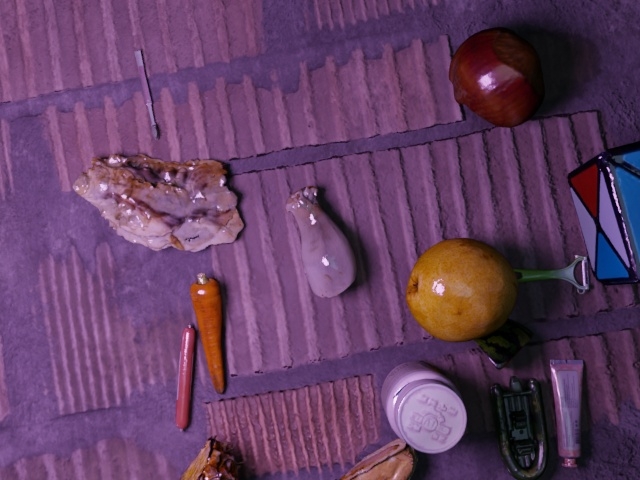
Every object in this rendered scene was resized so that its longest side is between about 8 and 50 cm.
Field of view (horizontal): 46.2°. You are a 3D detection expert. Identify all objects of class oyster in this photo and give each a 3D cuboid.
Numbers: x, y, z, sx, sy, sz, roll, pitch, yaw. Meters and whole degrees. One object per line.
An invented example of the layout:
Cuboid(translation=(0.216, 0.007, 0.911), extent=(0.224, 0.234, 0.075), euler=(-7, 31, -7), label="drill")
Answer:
Cuboid(translation=(-0.333, -0.080, 1.522), extent=(0.354, 0.107, 0.201), euler=(4, 84, 3), label="oyster")

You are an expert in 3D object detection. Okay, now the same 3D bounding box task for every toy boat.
Cuboid(translation=(0.400, 0.375, 1.494), extent=(0.104, 0.052, 0.210), euler=(-7, 86, 0), label="toy boat")

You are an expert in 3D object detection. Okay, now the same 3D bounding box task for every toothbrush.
Cuboid(translation=(-0.364, -0.306, 1.575), extent=(0.014, 0.017, 0.194), euler=(-12, 84, -4), label="toothbrush")

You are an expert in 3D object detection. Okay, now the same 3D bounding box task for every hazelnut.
Cuboid(translation=(0.352, -0.331, 1.488), extent=(0.170, 0.161, 0.202), euler=(-9, 49, -10), label="hazelnut")

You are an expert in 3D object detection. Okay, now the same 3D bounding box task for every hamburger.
Cuboid(translation=(0.123, 0.473, 1.491), extent=(0.176, 0.087, 0.102), euler=(-31, 98, -6), label="hamburger")

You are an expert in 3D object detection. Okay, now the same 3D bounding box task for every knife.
Cuboid(translation=(0.460, 0.072, 1.518), extent=(0.166, 0.022, 0.078), euler=(-3, 81, 1), label="knife")

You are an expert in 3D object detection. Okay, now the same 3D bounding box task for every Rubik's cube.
Cuboid(translation=(0.639, -0.060, 1.405), extent=(0.246, 0.250, 0.248), euler=(-15, 85, 2), label="Rubik's cube")

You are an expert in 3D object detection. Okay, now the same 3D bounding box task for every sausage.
Cuboid(translation=(-0.278, 0.281, 1.539), extent=(0.029, 0.029, 0.223), euler=(4, 88, 3), label="sausage")

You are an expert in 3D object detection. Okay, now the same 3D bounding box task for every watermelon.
Cuboid(translation=(0.371, 0.215, 1.500), extent=(0.135, 0.125, 0.094), euler=(-10, 118, -16), label="watermelon")

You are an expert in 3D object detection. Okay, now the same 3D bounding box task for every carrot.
Cuboid(translation=(-0.221, 0.189, 1.534), extent=(0.061, 0.061, 0.257), euler=(-8, 98, 2), label="carrot")

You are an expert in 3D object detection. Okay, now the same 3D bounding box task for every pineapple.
Cuboid(translation=(-0.150, 0.546, 1.444), extent=(0.271, 0.262, 0.263), euler=(30, 89, -8), label="pineapple")

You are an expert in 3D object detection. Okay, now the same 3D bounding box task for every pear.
Cuboid(translation=(0.261, 0.097, 1.430), extent=(0.208, 0.209, 0.209), euler=(0, 88, 3), label="pear")

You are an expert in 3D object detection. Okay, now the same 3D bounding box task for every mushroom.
Cuboid(translation=(0.000, 0.000, 1.509), extent=(0.116, 0.093, 0.225), euler=(-18, 92, 23), label="mushroom")

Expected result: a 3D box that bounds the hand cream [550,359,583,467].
Cuboid(translation=(0.495, 0.344, 1.500), extent=(0.067, 0.043, 0.210), euler=(1, 82, 1), label="hand cream")

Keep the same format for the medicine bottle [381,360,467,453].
Cuboid(translation=(0.191, 0.309, 1.403), extent=(0.143, 0.258, 0.144), euler=(0, 88, 2), label="medicine bottle")
